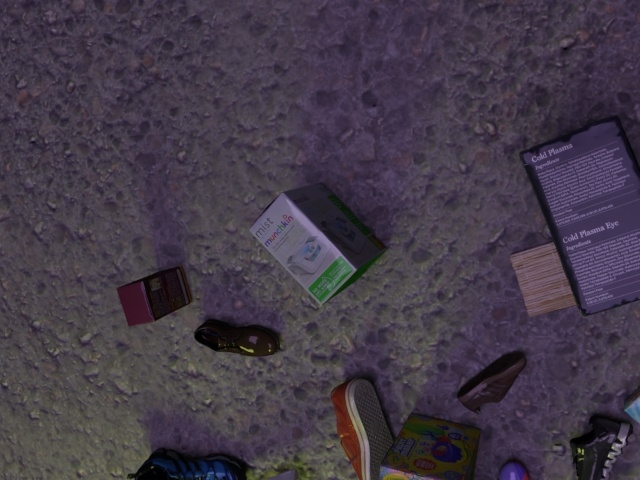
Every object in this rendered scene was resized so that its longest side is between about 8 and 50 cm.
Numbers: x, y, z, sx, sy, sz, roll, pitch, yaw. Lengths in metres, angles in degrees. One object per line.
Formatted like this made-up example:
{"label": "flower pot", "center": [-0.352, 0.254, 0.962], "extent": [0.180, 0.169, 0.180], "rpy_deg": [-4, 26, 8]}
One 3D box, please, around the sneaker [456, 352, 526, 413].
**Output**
{"label": "sneaker", "center": [0.401, 0.325, 1.712], "extent": [0.071, 0.066, 0.188], "rpy_deg": [45, 117, -10]}

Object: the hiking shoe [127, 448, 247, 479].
{"label": "hiking shoe", "center": [-0.345, 0.634, 1.989], "extent": [0.304, 0.132, 0.113], "rpy_deg": [-1, 99, 20]}

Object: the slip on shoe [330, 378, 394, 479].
{"label": "slip on shoe", "center": [0.105, 0.494, 1.822], "extent": [0.101, 0.123, 0.331], "rpy_deg": [-12, 96, 44]}

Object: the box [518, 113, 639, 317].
{"label": "box", "center": [0.533, -0.051, 1.423], "extent": [0.179, 0.343, 0.312], "rpy_deg": [-22, 86, 22]}

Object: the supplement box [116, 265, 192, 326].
{"label": "supplement box", "center": [-0.414, 0.138, 1.896], "extent": [0.081, 0.188, 0.104], "rpy_deg": [-14, 95, 22]}

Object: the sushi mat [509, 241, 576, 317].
{"label": "sushi mat", "center": [0.579, 0.055, 1.615], "extent": [0.317, 0.019, 0.151], "rpy_deg": [-19, 92, 22]}

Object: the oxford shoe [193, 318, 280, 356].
{"label": "oxford shoe", "center": [-0.214, 0.257, 1.896], "extent": [0.227, 0.096, 0.082], "rpy_deg": [5, 99, 17]}

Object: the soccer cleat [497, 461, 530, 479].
{"label": "soccer cleat", "center": [0.433, 0.633, 1.728], "extent": [0.083, 0.095, 0.247], "rpy_deg": [10, 103, 18]}

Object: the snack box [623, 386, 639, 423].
{"label": "snack box", "center": [0.823, 0.391, 1.563], "extent": [0.322, 0.060, 0.187], "rpy_deg": [41, 110, 9]}

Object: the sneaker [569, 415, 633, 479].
{"label": "sneaker", "center": [0.590, 0.485, 1.659], "extent": [0.106, 0.078, 0.234], "rpy_deg": [24, 103, 17]}

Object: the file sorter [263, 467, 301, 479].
{"label": "file sorter", "center": [-0.138, 0.739, 1.888], "extent": [0.278, 0.192, 0.173], "rpy_deg": [-28, 116, 22]}

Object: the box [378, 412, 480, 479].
{"label": "box", "center": [0.235, 0.584, 1.686], "extent": [0.177, 0.290, 0.279], "rpy_deg": [9, 103, 18]}

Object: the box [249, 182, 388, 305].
{"label": "box", "center": [0.000, 0.000, 1.684], "extent": [0.231, 0.262, 0.127], "rpy_deg": [47, 110, 8]}
